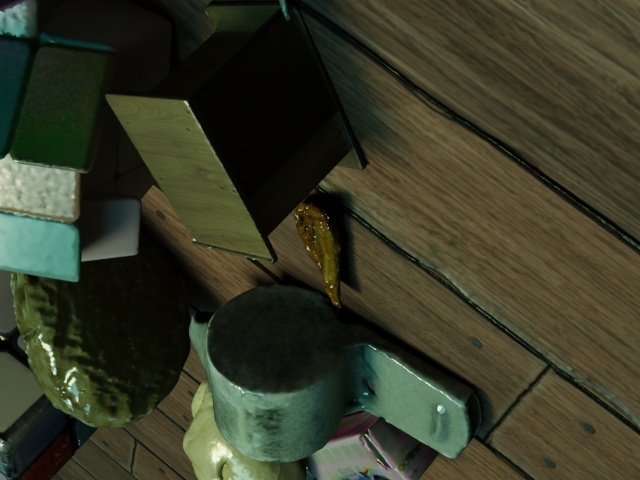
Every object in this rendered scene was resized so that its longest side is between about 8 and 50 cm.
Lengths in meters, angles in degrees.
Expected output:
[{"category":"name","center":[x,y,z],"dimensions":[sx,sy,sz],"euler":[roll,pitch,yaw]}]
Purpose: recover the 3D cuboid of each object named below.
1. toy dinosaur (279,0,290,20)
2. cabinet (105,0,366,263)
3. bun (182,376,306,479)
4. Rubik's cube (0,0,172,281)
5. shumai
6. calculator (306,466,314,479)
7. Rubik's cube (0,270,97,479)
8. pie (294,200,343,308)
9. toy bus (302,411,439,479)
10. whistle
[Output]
[{"category":"toy dinosaur","center":[-0.099,-0.323,1.112],"dimensions":[0.167,0.053,0.242],"euler":[13,140,44]},{"category":"cabinet","center":[-0.088,-0.118,1.246],"dimensions":[0.148,0.175,0.215],"euler":[11,139,44]},{"category":"bun","center":[-0.126,0.338,1.850],"dimensions":[0.259,0.160,0.259],"euler":[56,-179,-2]},{"category":"Rubik's cube","center":[-0.360,-0.148,1.377],"dimensions":[0.387,0.368,0.358],"euler":[28,131,26]},{"category":"shumai","center":[-0.373,0.141,1.804],"dimensions":[0.288,0.292,0.330],"euler":[-24,74,46]},{"category":"calculator","center":[0.009,0.436,2.030],"dimensions":[0.141,0.019,0.094],"euler":[42,152,-3]},{"category":"Rubik's cube","center":[-0.601,0.269,2.258],"dimensions":[0.316,0.313,0.318],"euler":[35,149,14]},{"category":"pie","center":[-0.001,0.000,1.445],"dimensions":[0.088,0.033,0.191],"euler":[43,157,32]},{"category":"toy bus","center":[0.066,0.320,1.729],"dimensions":[0.112,0.090,0.274],"euler":[47,151,-6]},{"category":"whistle","center":[0.014,0.184,1.573],"dimensions":[0.405,0.188,0.168],"euler":[3,137,2]}]
